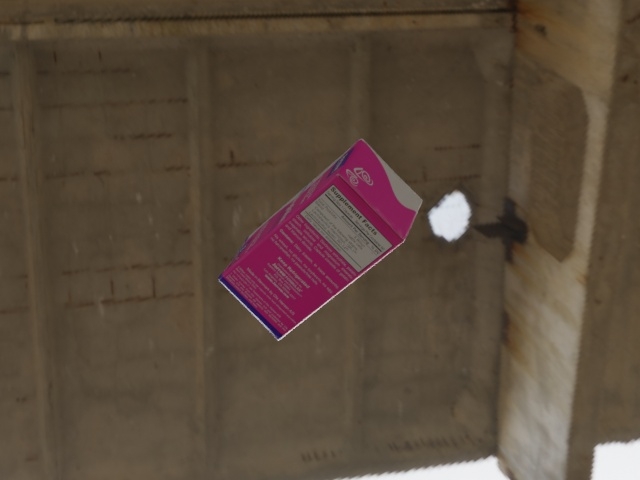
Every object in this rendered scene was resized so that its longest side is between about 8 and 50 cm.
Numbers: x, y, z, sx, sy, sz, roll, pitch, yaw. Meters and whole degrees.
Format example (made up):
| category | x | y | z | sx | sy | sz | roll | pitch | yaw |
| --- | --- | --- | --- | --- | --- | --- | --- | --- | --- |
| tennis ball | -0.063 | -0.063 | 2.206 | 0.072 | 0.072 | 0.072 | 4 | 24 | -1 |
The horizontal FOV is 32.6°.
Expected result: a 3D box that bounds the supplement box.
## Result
| category | x | y | z | sx | sy | sz | roll | pitch | yaw |
| --- | --- | --- | --- | --- | --- | --- | --- | --- | --- |
| supplement box | 0.000 | 0.000 | 1.299 | 0.114 | 0.111 | 0.220 | 46 | -60 | -9 |
